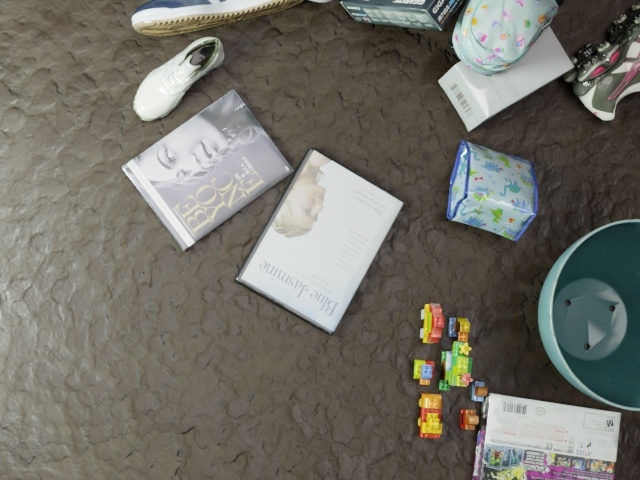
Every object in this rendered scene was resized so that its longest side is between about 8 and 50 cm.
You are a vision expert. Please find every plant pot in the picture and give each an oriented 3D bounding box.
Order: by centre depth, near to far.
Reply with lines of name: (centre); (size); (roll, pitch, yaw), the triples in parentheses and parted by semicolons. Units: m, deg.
plant pot: (0.466, 0.121, 1.812); (0.290, 0.195, 0.290); (1, 84, -11)

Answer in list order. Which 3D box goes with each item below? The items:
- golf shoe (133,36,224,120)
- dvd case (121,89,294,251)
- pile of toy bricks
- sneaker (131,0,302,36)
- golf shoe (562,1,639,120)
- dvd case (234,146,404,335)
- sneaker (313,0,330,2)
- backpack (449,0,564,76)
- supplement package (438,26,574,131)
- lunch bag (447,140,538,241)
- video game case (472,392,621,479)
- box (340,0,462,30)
golf shoe: (-0.224, -0.261, 1.779); (0.069, 0.086, 0.176); (45, 80, -5)
dvd case: (-0.177, -0.113, 1.805); (0.221, 0.018, 0.164); (-37, 92, -12)
pile of toy bricks: (0.213, 0.208, 1.800); (0.118, 0.105, 0.212); (4, 83, -11)
sneaker: (-0.176, -0.420, 1.796); (0.282, 0.099, 0.153); (-16, 92, -19)
golf shoe: (0.539, -0.323, 1.937); (0.273, 0.105, 0.120); (-38, 108, -7)
dvd case: (0.000, 0.000, 1.825); (0.180, 0.022, 0.253); (30, 79, -7)
sneaker: (-0.072, -0.436, 1.696); (0.292, 0.169, 0.108); (7, 87, -20)
backpack: (0.281, -0.347, 1.764); (0.152, 0.115, 0.182); (34, 84, -2)
supplement package: (0.304, -0.274, 1.871); (0.179, 0.105, 0.105); (-31, 88, -12)
lunch bag: (0.281, -0.090, 1.854); (0.129, 0.096, 0.151); (17, 52, -9)
video game case: (0.364, 0.366, 1.844); (0.232, 0.042, 0.210); (9, 82, -10)
box: (0.157, -0.421, 1.806); (0.051, 0.220, 0.175); (43, 77, -36)
